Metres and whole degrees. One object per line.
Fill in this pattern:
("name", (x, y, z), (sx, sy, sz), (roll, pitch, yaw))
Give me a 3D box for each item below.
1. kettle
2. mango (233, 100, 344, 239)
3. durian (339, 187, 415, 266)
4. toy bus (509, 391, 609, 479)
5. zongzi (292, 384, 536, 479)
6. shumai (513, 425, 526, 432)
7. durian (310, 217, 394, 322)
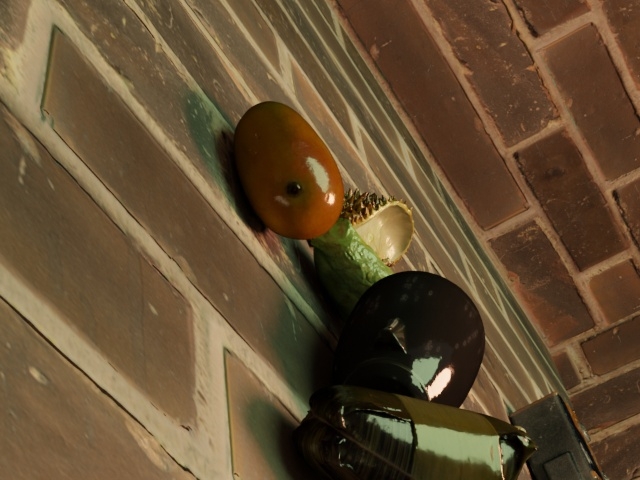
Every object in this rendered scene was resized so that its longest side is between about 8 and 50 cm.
("kettle", (0.116, 0.213, 1.507), (0.290, 0.207, 0.268), (-53, 142, -68))
("mango", (-0.056, -0.114, 1.589), (0.254, 0.139, 0.175), (63, -1, 38))
("durian", (0.090, -0.029, 2.103), (0.139, 0.144, 0.252), (-70, 153, -19))
("toy bus", (0.612, 0.560, 2.709), (0.194, 0.162, 0.323), (48, 17, -43))
("zongzi", (0.081, 0.343, 1.290), (0.289, 0.317, 0.154), (15, 1, -24))
("shumai", (0.435, 0.470, 2.456), (0.080, 0.082, 0.083), (120, -17, -65))
("durian", (0.068, 0.080, 1.693), (0.250, 0.101, 0.139), (61, -10, -8))
